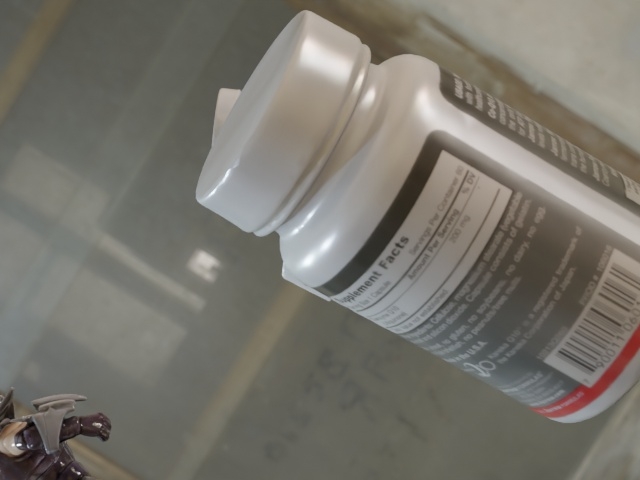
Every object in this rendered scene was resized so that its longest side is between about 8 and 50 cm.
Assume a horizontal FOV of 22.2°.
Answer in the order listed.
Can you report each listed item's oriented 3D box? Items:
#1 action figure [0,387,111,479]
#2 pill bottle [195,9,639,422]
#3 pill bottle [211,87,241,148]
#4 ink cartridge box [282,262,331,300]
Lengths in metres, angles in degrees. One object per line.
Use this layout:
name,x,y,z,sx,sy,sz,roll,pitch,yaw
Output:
action figure,-0.182,0.211,1.309,0.099,0.285,0.185,-47,-21,-21
pill bottle,0.076,-0.016,1.023,0.161,0.283,0.161,-56,14,21
pill bottle,-0.004,-0.080,1.297,0.087,0.160,0.087,-174,90,-89
ink cartridge box,0.000,0.000,1.237,0.028,0.048,0.083,-42,-29,-43
